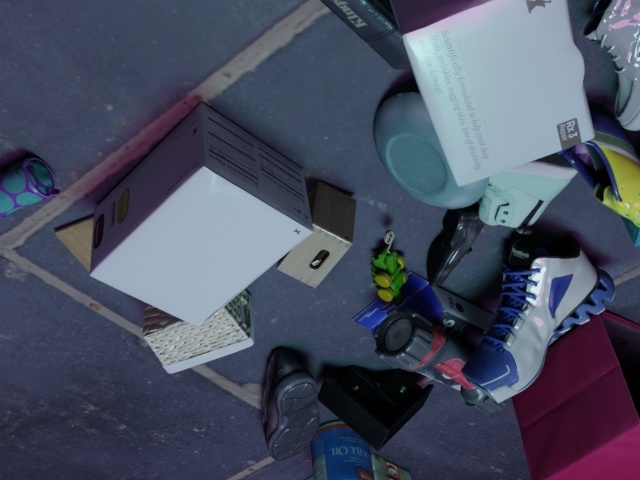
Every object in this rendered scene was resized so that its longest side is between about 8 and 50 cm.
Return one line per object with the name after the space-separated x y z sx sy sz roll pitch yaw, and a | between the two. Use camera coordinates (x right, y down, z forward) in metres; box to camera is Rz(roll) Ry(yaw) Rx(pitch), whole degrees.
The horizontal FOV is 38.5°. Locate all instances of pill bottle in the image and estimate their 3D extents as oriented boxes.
0.049 0.488 1.858 0.124 0.221 0.124 -4 136 -4 | pill bottle

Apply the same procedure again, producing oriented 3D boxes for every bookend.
0.106 0.292 1.758 0.157 0.156 0.072 -34 154 -41 | bookend

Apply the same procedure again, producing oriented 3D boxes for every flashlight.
0.221 0.221 1.603 0.103 0.103 0.304 -34 130 24 | flashlight

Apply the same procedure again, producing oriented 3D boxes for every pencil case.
-0.461 -0.062 1.334 0.152 0.064 0.070 -26 117 18 | pencil case

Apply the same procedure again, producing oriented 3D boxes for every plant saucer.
0.145 -0.116 1.294 0.195 0.037 0.194 28 142 25 | plant saucer

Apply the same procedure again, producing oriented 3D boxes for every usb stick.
0.036 -0.306 1.149 0.278 0.045 0.077 35 166 -35 | usb stick

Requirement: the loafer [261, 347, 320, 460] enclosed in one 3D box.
-0.063 0.319 1.778 0.109 0.095 0.302 -17 144 -20 | loafer

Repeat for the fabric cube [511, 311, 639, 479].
0.553 0.331 1.743 0.254 0.259 0.258 22 131 -28 | fabric cube

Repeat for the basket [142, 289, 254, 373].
-0.206 0.131 1.534 0.167 0.113 0.103 -21 132 13 | basket

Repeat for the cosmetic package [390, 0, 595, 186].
0.148 -0.272 0.970 0.156 0.384 0.217 -18 135 11 | cosmetic package

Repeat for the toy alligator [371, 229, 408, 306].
0.107 0.041 1.532 0.051 0.056 0.189 22 146 29 | toy alligator

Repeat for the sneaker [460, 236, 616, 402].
0.338 0.101 1.533 0.315 0.127 0.182 -42 116 -13 | sneaker

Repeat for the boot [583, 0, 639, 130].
0.411 -0.269 1.235 0.124 0.095 0.258 5 127 -4 | boot

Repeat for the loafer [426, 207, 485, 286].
0.223 0.015 1.512 0.061 0.062 0.170 4 136 -18 | loafer

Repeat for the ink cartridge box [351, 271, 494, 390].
0.234 0.183 1.685 0.333 0.065 0.165 27 127 -29 | ink cartridge box

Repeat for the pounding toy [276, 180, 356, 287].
0.000 0.000 1.429 0.100 0.130 0.141 27 127 -15 | pounding toy

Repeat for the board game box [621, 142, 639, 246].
0.663 -0.120 1.418 0.336 0.079 0.253 -6 137 -2 | board game box

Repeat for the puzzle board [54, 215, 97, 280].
-0.347 0.009 1.462 0.097 0.011 0.128 -20 135 11 | puzzle board

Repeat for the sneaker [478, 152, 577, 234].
0.249 -0.084 1.383 0.256 0.094 0.151 10 129 -20 | sneaker

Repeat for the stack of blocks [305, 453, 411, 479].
0.043 0.592 2.061 0.297 0.087 0.171 -37 129 27 | stack of blocks

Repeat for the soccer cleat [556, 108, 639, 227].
0.455 -0.063 1.337 0.289 0.121 0.093 46 148 -2 | soccer cleat

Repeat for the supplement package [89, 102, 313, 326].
-0.177 -0.029 1.342 0.204 0.145 0.262 31 122 -34 | supplement package
